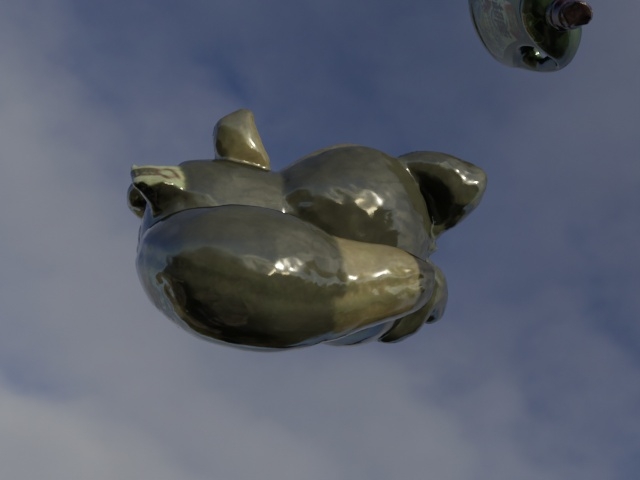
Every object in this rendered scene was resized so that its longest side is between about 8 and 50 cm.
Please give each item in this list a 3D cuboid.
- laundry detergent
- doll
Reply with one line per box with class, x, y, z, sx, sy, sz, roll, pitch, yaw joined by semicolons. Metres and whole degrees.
laundry detergent;0.281;-0.280;1.189;0.144;0.078;0.222;62;-11;-23
doll;-0.003;0.034;0.933;0.383;0.378;0.252;1;-62;-12
